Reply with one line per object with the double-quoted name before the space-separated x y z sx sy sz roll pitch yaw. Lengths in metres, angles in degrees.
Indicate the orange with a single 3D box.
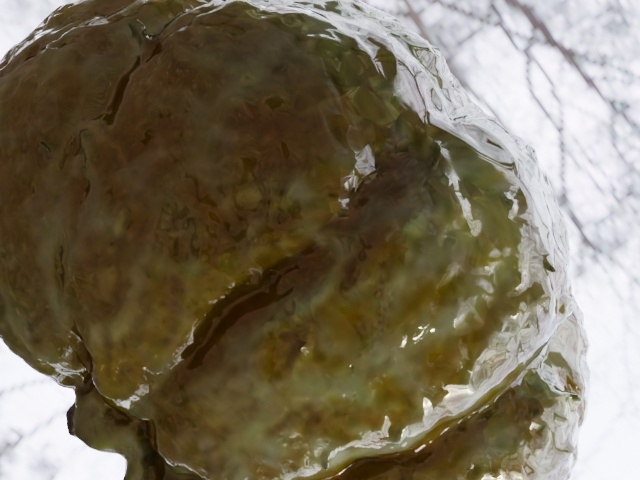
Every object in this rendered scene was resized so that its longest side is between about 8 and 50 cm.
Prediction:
"orange" 0.000 0.000 0.994 0.271 0.369 0.210 -39 173 -45
